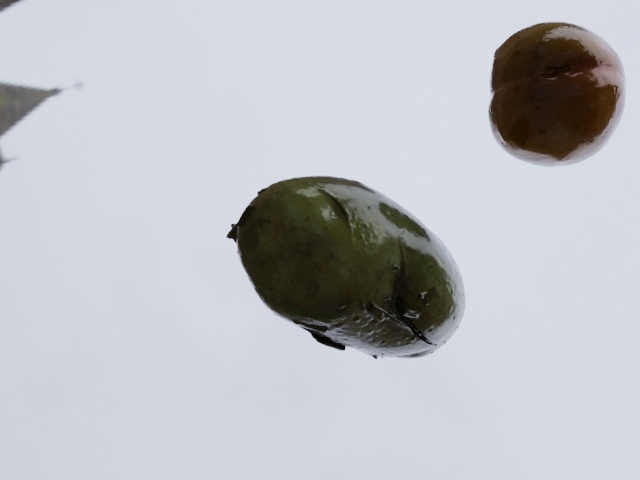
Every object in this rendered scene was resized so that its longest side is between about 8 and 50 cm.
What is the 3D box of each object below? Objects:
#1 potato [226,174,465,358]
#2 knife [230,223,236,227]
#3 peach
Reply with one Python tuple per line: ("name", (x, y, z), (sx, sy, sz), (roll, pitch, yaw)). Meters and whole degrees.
("potato", (0.035, 0.031, 0.999), (0.143, 0.248, 0.169), (-54, -137, 0))
("knife", (0.000, 0.000, 1.276), (0.247, 0.035, 0.018), (7, -67, 25))
("peach", (0.221, -0.139, 1.030), (0.138, 0.138, 0.138), (17, -61, 34))
